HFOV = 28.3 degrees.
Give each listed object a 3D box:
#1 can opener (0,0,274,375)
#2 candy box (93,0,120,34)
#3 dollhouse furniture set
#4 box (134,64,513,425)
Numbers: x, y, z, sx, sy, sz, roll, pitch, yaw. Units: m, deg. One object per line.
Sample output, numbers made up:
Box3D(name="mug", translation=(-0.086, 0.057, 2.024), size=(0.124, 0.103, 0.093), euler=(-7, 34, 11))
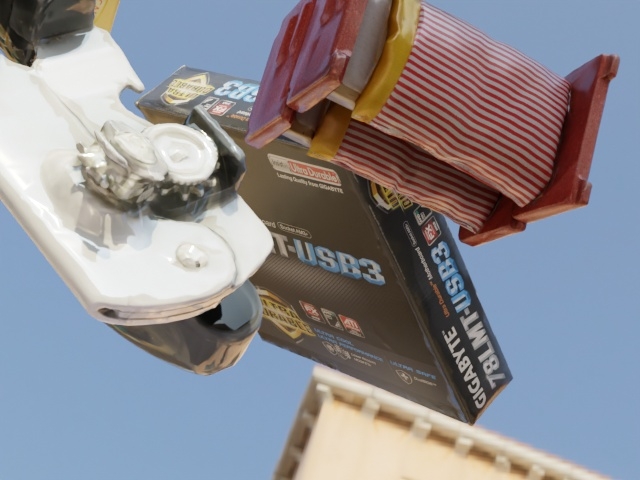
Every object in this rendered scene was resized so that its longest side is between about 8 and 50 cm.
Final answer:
Box3D(name="can opener", translation=(-0.122, -0.068, 0.440), size=(0.280, 0.074, 0.093), euler=(51, -43, 17))
Box3D(name="candy box", translation=(-0.227, -0.305, 1.017), size=(0.183, 0.087, 0.316), euler=(10, -39, -16))
Box3D(name="dollhouse furniture set", translation=(0.101, -0.207, 0.911), size=(0.201, 0.374, 0.152), euler=(22, -22, -19))
Box3D(name="box", translation=(0.000, 0.000, 1.104), size=(0.295, 0.073, 0.293), euler=(18, -36, 46))
